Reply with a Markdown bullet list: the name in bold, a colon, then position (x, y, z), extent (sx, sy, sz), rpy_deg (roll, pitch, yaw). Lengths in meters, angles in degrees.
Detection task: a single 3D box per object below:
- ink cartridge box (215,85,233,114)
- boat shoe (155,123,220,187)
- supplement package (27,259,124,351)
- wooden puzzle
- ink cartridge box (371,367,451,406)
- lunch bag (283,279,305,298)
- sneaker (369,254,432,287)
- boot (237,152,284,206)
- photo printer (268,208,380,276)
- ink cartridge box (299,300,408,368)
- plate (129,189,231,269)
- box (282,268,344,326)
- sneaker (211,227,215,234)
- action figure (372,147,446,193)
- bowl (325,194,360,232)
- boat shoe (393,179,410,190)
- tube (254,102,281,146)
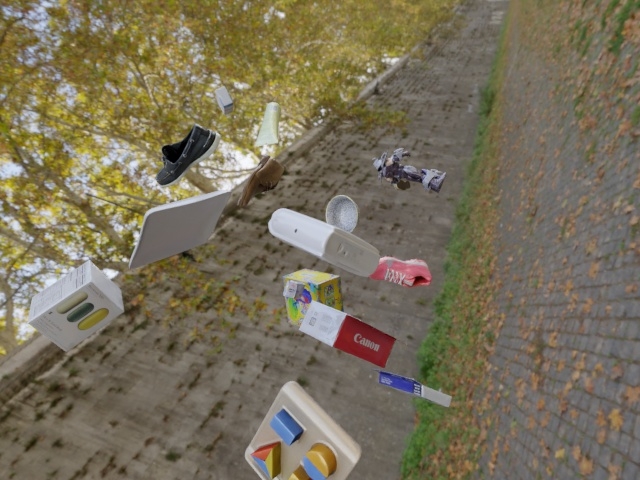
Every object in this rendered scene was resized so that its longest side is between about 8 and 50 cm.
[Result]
- **ink cartridge box**: position (-0.464, -0.674, 1.971), extent (0.052, 0.088, 0.122), rpy_deg (-28, 2, -11)
- **boat shoe**: position (-0.507, -0.305, 1.455), extent (0.113, 0.340, 0.127), rpy_deg (33, -133, -41)
- **supplement package**: position (-0.981, 0.261, 1.652), extent (0.263, 0.198, 0.199), rpy_deg (-36, -55, -11)
- **wooden puzzle**: position (-0.080, 0.681, 1.289), extent (0.081, 0.322, 0.347), rpy_deg (2, -58, -59)
- **ink cartridge box**: position (0.330, 0.548, 1.517), extent (0.223, 0.224, 0.045), rpy_deg (-8, 56, 56)
- **lunch bag**: position (-0.115, 0.209, 1.740), extent (0.083, 0.053, 0.071), rpy_deg (14, -82, -39)
- **sneaker**: position (0.363, 0.149, 1.842), extent (0.136, 0.314, 0.115), rpy_deg (-109, 24, -55)
- **boot**: position (-0.244, -0.240, 1.698), extent (0.112, 0.115, 0.305), rpy_deg (-45, 15, 51)
- **photo printer**: position (0.000, 0.000, 1.273), extent (0.256, 0.308, 0.107), rpy_deg (26, -92, -43)
- **ink cartridge box**: position (0.127, 0.363, 1.527), extent (0.310, 0.272, 0.130), rpy_deg (32, -103, -36)
- **plate**: position (-0.426, -0.043, 1.216), extent (0.278, 0.045, 0.277), rpy_deg (-26, -17, -46)
- **box**: position (-0.037, 0.326, 2.237), extent (0.177, 0.290, 0.278), rpy_deg (-17, -75, -41)
- **sneaker**: position (-0.666, -0.108, 2.473), extent (0.281, 0.105, 0.115), rpy_deg (-56, 4, -1)
- **action figure**: position (0.331, -0.263, 1.568), extent (0.099, 0.285, 0.185), rpy_deg (-64, -15, -15)
- **bowl**: position (0.112, -0.107, 1.723), extent (0.080, 0.170, 0.170), rpy_deg (-6, -63, -47)
- **boat shoe**: position (0.350, -0.238, 1.788), extent (0.135, 0.045, 0.050), rpy_deg (-8, -96, -54)
- **tube**: position (-0.198, -0.449, 1.599), extent (0.070, 0.062, 0.240), rpy_deg (-42, 33, 40)
